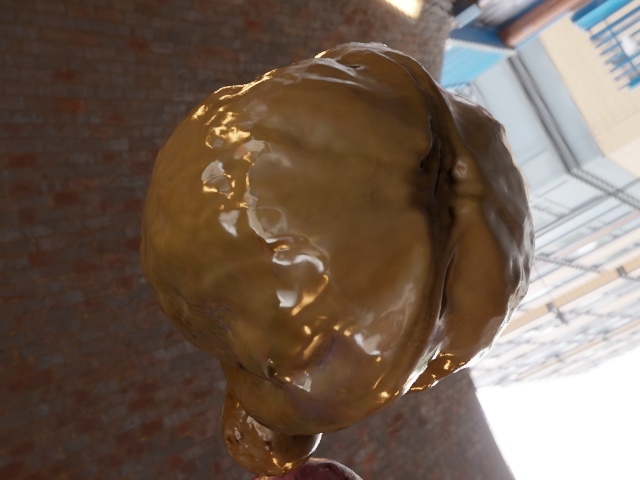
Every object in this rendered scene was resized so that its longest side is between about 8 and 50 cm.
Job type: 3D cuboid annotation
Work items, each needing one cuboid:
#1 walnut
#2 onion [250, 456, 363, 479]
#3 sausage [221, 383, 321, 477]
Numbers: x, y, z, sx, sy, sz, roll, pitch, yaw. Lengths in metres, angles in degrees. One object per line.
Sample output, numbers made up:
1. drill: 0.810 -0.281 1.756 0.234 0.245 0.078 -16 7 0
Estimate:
1. walnut: 0.013 -0.001 0.809 0.383 0.383 0.383 41 -149 -31
2. onion: -0.018 0.344 1.033 0.177 0.177 0.153 58 -175 1
3. sausage: -0.052 0.105 1.102 0.136 0.123 0.501 25 -152 -17
